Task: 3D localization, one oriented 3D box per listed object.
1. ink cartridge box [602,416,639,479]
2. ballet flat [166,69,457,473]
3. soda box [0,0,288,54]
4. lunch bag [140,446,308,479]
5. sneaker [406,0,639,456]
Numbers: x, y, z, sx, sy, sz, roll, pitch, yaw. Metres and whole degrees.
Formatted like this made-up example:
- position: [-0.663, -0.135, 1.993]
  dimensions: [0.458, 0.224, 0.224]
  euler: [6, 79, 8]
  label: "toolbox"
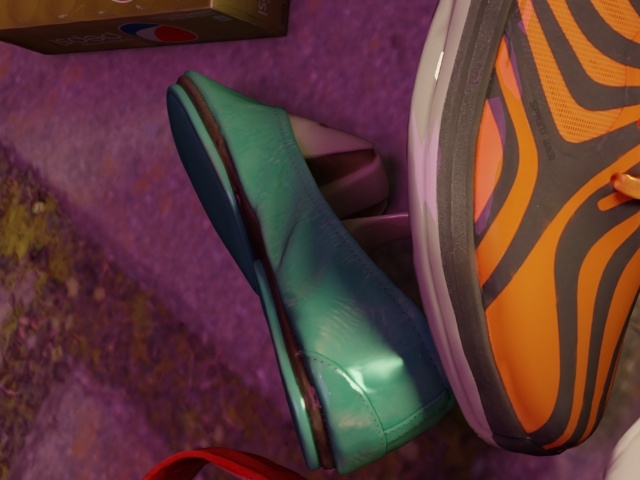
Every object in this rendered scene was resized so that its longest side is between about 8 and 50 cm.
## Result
- position: [0.253, 0.095, 0.396]
  dimensions: [0.211, 0.121, 0.289]
  euler: [-45, 54, -4]
  label: "ink cartridge box"
- position: [0.000, 0.000, 0.673]
  dimensions: [0.087, 0.083, 0.247]
  euler: [-17, 43, -9]
  label: "ballet flat"
- position: [-0.102, -0.136, 0.793]
  dimensions: [0.181, 0.058, 0.061]
  euler: [1, 84, 39]
  label: "soda box"
- position: [-0.037, 0.218, 0.643]
  dimensions: [0.293, 0.120, 0.258]
  euler: [-23, 69, 33]
  label: "lunch bag"
- position: [0.138, -0.072, 0.554]
  dimensions: [0.180, 0.124, 0.321]
  euler: [5, 94, 30]
  label: "sneaker"
